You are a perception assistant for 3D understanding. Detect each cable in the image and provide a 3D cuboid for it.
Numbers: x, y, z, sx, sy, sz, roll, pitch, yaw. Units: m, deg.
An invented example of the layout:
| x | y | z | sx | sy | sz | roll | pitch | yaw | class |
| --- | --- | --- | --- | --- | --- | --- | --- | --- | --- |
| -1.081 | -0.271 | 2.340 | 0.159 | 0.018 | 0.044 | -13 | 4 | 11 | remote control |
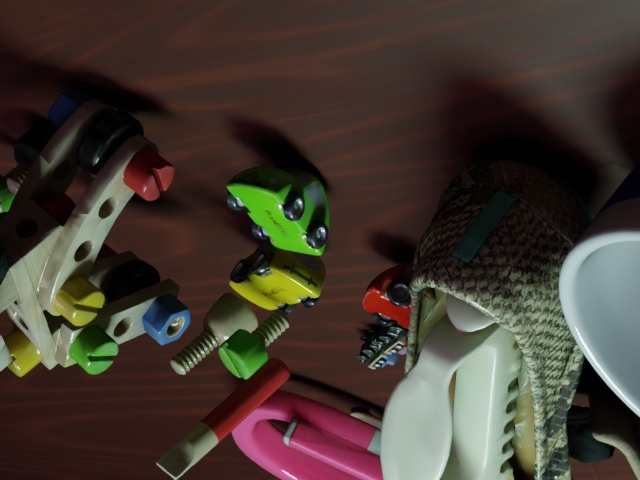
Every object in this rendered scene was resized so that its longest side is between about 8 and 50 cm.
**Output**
| x | y | z | sx | sy | sz | roll | pitch | yaw | class |
| --- | --- | --- | --- | --- | --- | --- | --- | --- | --- |
| 0.162 | 0.123 | 1.606 | 0.150 | 0.047 | 0.184 | 36 | -173 | 39 | cable |

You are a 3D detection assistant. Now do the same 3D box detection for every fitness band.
| x | y | z | sx | sy | sz | roll | pitch | yaw | class |
| --- | --- | --- | --- | --- | --- | --- | --- | --- | --- |
| 0.040 | 0.242 | 2.008 | 0.290 | 0.054 | 0.209 | 25 | 160 | 8 | fitness band |

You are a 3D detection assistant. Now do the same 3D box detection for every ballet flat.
| x | y | z | sx | sy | sz | roll | pitch | yaw | class |
| --- | --- | --- | --- | --- | --- | --- | --- | --- | --- |
| 0.106 | 0.157 | 1.427 | 0.164 | 0.182 | 0.483 | 25 | 141 | 25 | ballet flat |

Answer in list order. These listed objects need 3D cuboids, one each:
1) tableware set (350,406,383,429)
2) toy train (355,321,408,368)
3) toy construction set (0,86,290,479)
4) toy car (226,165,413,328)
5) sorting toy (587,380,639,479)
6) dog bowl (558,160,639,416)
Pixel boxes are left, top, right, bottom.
| x | y | z | sx | sy | sz | roll | pitch | yaw | class |
| --- | --- | --- | --- | --- | --- | --- | --- | --- | --- |
| 0.063 | 0.218 | 2.026 | 0.141 | 0.020 | 0.168 | 37 | 158 | -25 | tableware set |
| 0.066 | 0.084 | 1.705 | 0.036 | 0.027 | 0.158 | 18 | 160 | -10 | toy train |
| -0.201 | 0.065 | 1.557 | 0.309 | 0.237 | 0.257 | 47 | 153 | 2 | toy construction set |
| 0.000 | 0.000 | 1.543 | 0.239 | 0.053 | 0.225 | 10 | 154 | 33 | toy car |
| 0.293 | 0.213 | 1.572 | 0.229 | 0.041 | 0.307 | 58 | -171 | -2 | sorting toy |
| 0.286 | 0.051 | 1.202 | 0.265 | 0.104 | 0.265 | 32 | 156 | 16 | dog bowl |
